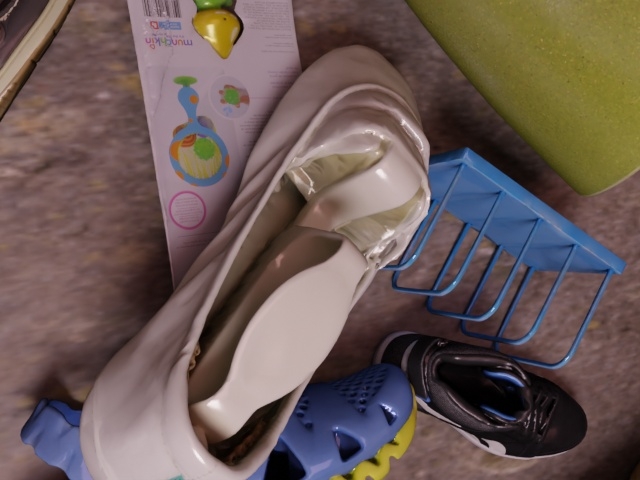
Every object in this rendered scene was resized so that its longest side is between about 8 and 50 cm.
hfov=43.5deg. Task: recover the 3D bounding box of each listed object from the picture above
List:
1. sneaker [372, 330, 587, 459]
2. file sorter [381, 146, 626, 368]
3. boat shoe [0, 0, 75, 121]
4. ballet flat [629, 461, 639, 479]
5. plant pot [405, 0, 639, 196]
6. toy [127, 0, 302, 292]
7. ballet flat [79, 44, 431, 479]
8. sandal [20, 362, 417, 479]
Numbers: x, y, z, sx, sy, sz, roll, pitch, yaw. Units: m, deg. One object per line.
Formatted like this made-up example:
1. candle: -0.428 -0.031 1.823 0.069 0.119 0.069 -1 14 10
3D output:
1. sneaker: 0.157 0.140 0.659 0.216 0.121 0.079 22 81 -19
2. file sorter: 0.132 0.018 0.659 0.170 0.118 0.104 33 78 -17
3. boat shoe: -0.238 -0.117 0.540 0.073 0.080 0.224 33 80 -22
4. ballet flat: 0.404 0.204 0.770 0.232 0.073 0.080 -20 60 -21
5. plant pot: 0.178 -0.232 0.632 0.293 0.275 0.275 37 74 0
6. toy: -0.072 -0.072 0.611 0.136 0.056 0.237 -8 90 -32
7. ballet flat: 0.000 0.000 0.530 0.139 0.139 0.400 42 57 -15
8. sandal: -0.078 0.144 0.567 0.317 0.126 0.138 -18 88 -20
